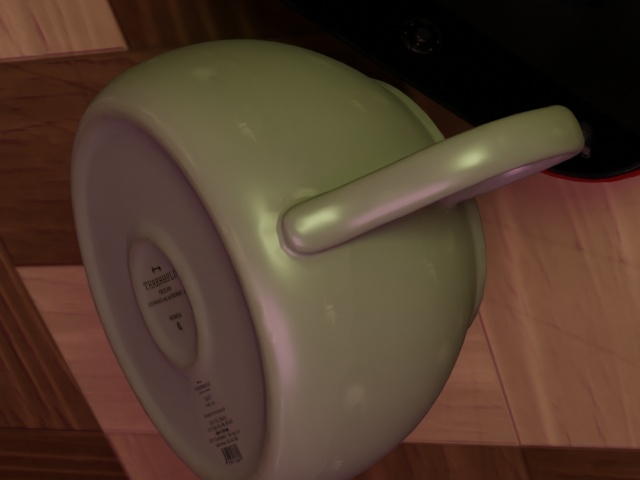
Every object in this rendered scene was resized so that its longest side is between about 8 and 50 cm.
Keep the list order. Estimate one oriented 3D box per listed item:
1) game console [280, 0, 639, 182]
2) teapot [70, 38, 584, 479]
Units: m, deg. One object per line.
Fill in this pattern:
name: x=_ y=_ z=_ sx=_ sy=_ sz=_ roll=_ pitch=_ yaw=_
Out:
game console: x=0.078 y=-0.220 z=0.680 sx=0.386 sy=0.060 sz=0.342 roll=32 pitch=131 yaw=-6
teapot: x=0.000 y=0.000 z=0.778 sx=0.256 sy=0.187 sz=0.253 roll=42 pitch=143 yaw=42
